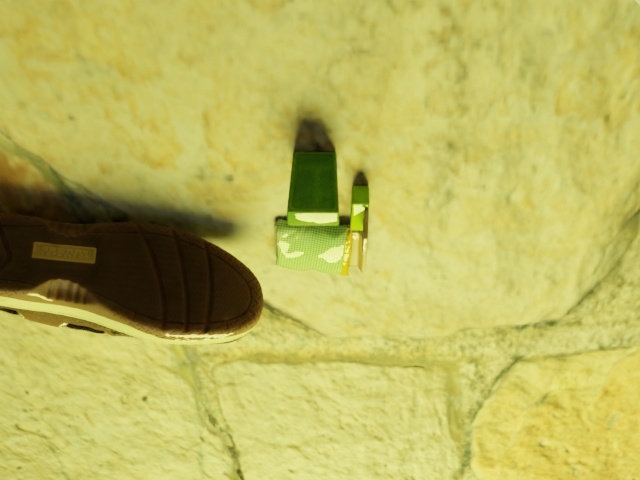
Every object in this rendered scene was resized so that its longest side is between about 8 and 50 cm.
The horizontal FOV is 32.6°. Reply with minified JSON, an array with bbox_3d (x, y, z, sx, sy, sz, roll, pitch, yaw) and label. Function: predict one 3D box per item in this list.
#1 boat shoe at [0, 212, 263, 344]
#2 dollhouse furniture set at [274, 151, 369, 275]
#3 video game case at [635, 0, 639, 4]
[{"bbox_3d":[-0.177,0.034,0.894,0.257,0.095,0.095,14,157,-8],"label":"boat shoe"},{"bbox_3d":[0.000,0.000,0.851,0.076,0.059,0.152,2,145,1],"label":"dollhouse furniture set"},{"bbox_3d":[0.165,-0.207,0.488,0.183,0.023,0.201,40,144,-3],"label":"video game case"}]
